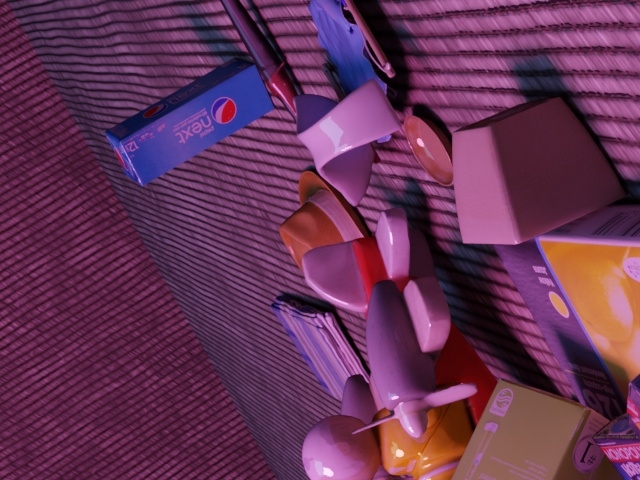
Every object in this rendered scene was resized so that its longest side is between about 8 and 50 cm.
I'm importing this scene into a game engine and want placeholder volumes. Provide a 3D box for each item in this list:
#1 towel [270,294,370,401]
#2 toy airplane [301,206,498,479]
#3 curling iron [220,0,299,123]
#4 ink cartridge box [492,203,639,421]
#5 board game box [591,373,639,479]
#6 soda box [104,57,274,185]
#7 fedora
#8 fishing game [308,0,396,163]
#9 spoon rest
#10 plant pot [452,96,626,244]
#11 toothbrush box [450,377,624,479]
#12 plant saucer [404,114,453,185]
[{"bbox_3d":[0.013,0.189,2.221,0.209,0.034,0.285,59,167,-12],"label":"towel"},{"bbox_3d":[0.085,0.163,1.489,0.384,0.272,0.386,33,151,58],"label":"toy airplane"},{"bbox_3d":[-0.048,-0.202,1.637,0.274,0.035,0.068,58,161,-4],"label":"curling iron"},{"bbox_3d":[0.291,0.110,1.128,0.307,0.072,0.303,61,165,-9],"label":"ink cartridge box"},{"bbox_3d":[0.289,0.168,1.011,0.194,0.060,0.194,53,166,-1],"label":"board game box"},{"bbox_3d":[-0.172,-0.158,1.774,0.067,0.210,0.071,31,149,59],"label":"soda box"},{"bbox_3d":[0.000,0.000,1.801,0.194,0.079,0.194,51,163,22],"label":"fedora"},{"bbox_3d":[0.038,-0.190,1.394,0.189,0.041,0.264,61,172,18],"label":"fishing game"},{"bbox_3d":[0.014,-0.104,1.403,0.137,0.084,0.276,61,171,1],"label":"spoon rest"},{"bbox_3d":[0.169,-0.061,1.123,0.096,0.109,0.109,69,163,-6],"label":"plant pot"},{"bbox_3d":[0.200,0.296,1.185,0.206,0.283,0.122,33,171,-31],"label":"toothbrush box"},{"bbox_3d":[0.116,-0.095,1.375,0.083,0.015,0.083,52,164,21],"label":"plant saucer"}]
